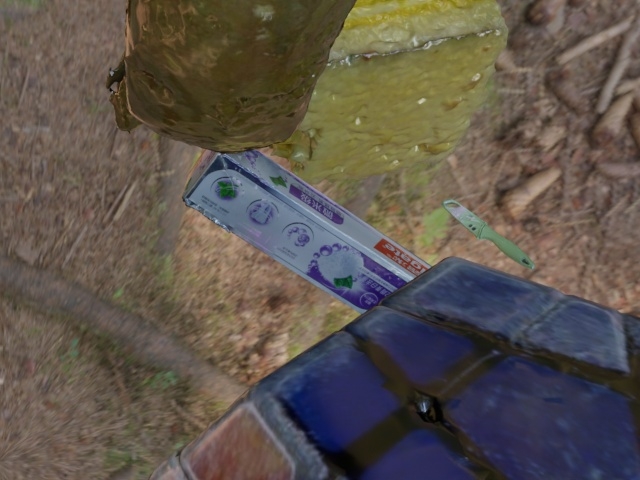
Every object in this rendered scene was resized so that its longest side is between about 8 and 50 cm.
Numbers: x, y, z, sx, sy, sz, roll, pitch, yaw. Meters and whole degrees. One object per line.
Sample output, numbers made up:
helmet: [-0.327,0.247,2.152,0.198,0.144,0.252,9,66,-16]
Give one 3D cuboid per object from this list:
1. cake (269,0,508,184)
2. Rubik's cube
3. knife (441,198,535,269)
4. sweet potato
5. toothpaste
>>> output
cake: [0.024,-0.235,1.190,0.227,0.222,0.286,-12,61,-18]
Rubik's cube: [0.060,0.168,0.455,0.319,0.264,0.319,6,34,-4]
knife: [0.251,-0.009,1.735,0.030,0.014,0.207,-40,48,-8]
sweet potato: [-0.026,-0.101,0.455,0.098,0.310,0.124,38,52,-7]
toothpaste: [0.000,0.000,0.775,0.196,0.040,0.047,33,114,-17]
